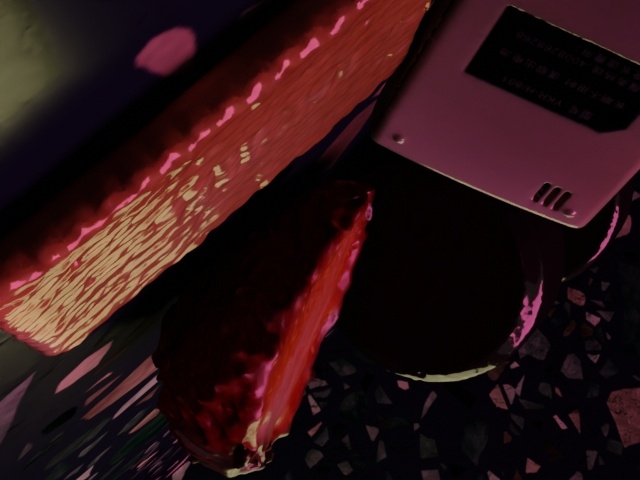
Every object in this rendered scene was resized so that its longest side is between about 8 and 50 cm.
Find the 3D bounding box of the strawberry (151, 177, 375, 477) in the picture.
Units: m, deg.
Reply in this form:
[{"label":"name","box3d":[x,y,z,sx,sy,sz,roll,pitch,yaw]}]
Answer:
[{"label":"strawberry","box3d":[-0.050,0.047,0.828,0.190,0.111,0.236,77,37,-70]}]

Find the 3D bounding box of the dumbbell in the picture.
[{"label":"dumbbell","box3d":[0.145,-0.021,1.020,0.204,0.203,0.322,-47,172,31]}]

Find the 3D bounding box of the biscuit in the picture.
[{"label":"biscuit","box3d":[-0.046,-0.044,0.518,0.250,0.030,0.160,-41,173,-10]}]

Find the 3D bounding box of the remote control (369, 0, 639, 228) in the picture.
[{"label":"remote control","box3d":[0.148,-0.132,0.533,0.344,0.145,0.050,124,-13,-51]}]
